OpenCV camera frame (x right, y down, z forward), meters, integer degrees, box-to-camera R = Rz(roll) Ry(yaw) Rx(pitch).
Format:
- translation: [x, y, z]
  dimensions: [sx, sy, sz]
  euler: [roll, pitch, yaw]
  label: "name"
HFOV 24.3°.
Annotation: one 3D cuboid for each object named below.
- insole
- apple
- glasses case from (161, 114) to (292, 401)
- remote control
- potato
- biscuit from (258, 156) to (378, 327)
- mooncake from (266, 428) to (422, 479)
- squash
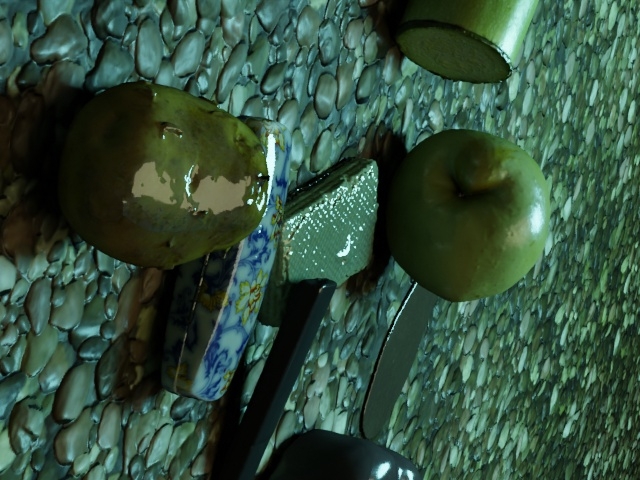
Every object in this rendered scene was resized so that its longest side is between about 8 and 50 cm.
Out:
- translation: [0.116, 0.094, 1.817]
  dimensions: [0.328, 0.007, 0.111]
  euler: [-64, 155, -24]
  label: "insole"
- translation: [0.160, -0.024, 1.636]
  dimensions: [0.200, 0.200, 0.200]
  euler: [-44, 141, -50]
  label: "apple"
- translation: [-0.078, 0.016, 1.271]
  dimensions: [0.087, 0.065, 0.248]
  euler: [20, 84, -65]
  label: "glasses case"
- translation: [-0.046, 0.146, 1.420]
  dimensions: [0.245, 0.025, 0.063]
  euler: [-67, 162, 11]
  label: "remote control"
- translation: [-0.119, -0.047, 1.082]
  dimensions: [0.176, 0.137, 0.137]
  euler: [18, 87, -45]
  label: "potato"
- translation: [0.000, 0.000, 1.467]
  dimensions: [0.199, 0.040, 0.121]
  euler: [-36, 136, -54]
  label: "biscuit"
- translation: [0.015, 0.320, 1.584]
  dimensions: [0.245, 0.133, 0.245]
  euler: [-26, 121, -54]
  label: "mooncake"
- translation: [0.178, -0.299, 1.583]
  dimensions: [0.247, 0.132, 0.132]
  euler: [-70, 156, -18]
  label: "squash"
